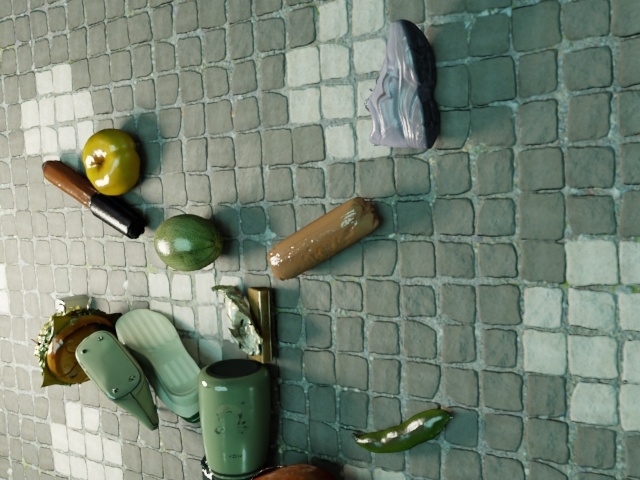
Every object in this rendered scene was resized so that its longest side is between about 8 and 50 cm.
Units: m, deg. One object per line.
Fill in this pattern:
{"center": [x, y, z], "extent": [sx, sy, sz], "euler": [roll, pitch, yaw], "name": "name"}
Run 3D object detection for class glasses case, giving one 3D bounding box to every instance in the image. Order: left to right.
{"center": [-0.134, 0.194, 1.568], "extent": [0.065, 0.041, 0.169], "euler": [8, 100, 59], "name": "glasses case"}

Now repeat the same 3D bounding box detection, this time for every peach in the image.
{"center": [-0.543, -0.207, 1.761], "extent": [0.179, 0.103, 0.179], "euler": [8, 104, 36], "name": "peach"}

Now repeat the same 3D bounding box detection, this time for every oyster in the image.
{"center": [-0.180, 0.174, 1.569], "extent": [0.106, 0.061, 0.199], "euler": [-38, 67, 42], "name": "oyster"}

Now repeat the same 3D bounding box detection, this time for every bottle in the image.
{"center": [-0.198, 0.460, 1.576], "extent": [0.169, 0.168, 0.346], "euler": [6, 102, 33], "name": "bottle"}

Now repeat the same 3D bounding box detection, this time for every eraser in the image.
{"center": [-0.718, 0.266, 1.945], "extent": [0.046, 0.092, 0.212], "euler": [12, 101, 33], "name": "eraser"}

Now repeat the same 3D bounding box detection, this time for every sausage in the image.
{"center": [-0.001, 0.000, 1.432], "extent": [0.289, 0.086, 0.086], "euler": [-31, 78, 34], "name": "sausage"}

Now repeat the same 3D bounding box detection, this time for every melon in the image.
{"center": [-0.322, 0.005, 1.617], "extent": [0.192, 0.139, 0.139], "euler": [2, 97, 31], "name": "melon"}

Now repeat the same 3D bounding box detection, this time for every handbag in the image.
{"center": [-0.504, 0.373, 1.718], "extent": [0.241, 0.109, 0.315], "euler": [45, 155, 23], "name": "handbag"}

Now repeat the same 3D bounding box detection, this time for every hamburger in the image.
{"center": [-0.658, 0.274, 1.822], "extent": [0.139, 0.243, 0.261], "euler": [29, 104, 38], "name": "hamburger"}

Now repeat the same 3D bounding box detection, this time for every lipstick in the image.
{"center": [-0.629, -0.122, 1.846], "extent": [0.418, 0.077, 0.077], "euler": [31, 112, 29], "name": "lipstick"}

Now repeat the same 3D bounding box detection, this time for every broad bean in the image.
{"center": [0.169, 0.400, 1.391], "extent": [0.255, 0.046, 0.065], "euler": [-28, 67, 34], "name": "broad bean"}

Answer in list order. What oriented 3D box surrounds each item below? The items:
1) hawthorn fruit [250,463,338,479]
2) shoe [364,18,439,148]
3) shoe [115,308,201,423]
{"center": [-0.051, 0.632, 1.428], "extent": [0.316, 0.316, 0.315], "euler": [5, 98, 33], "name": "hawthorn fruit"}
{"center": [0.145, -0.291, 1.294], "extent": [0.138, 0.095, 0.244], "euler": [-3, 100, 32], "name": "shoe"}
{"center": [-0.398, 0.322, 1.731], "extent": [0.363, 0.132, 0.160], "euler": [38, 146, 39], "name": "shoe"}
